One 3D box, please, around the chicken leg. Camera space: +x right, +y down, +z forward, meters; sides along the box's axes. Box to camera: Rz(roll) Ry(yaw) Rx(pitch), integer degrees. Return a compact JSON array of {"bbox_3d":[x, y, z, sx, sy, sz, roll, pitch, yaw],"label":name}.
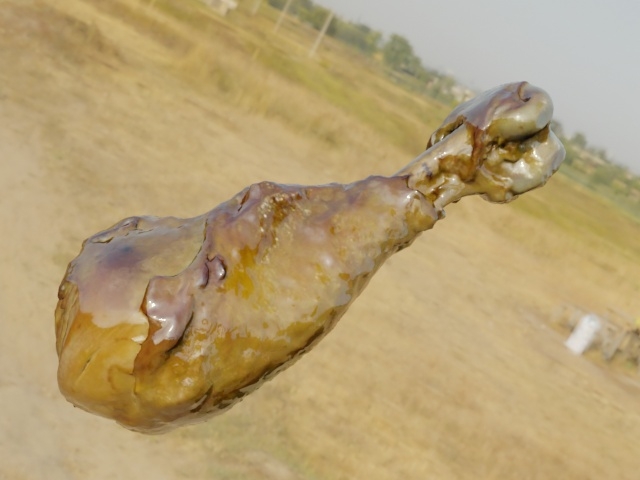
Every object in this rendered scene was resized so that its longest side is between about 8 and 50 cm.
[{"bbox_3d":[0.001,0.002,0.465,0.107,0.252,0.087,44,-21,59],"label":"chicken leg"}]
